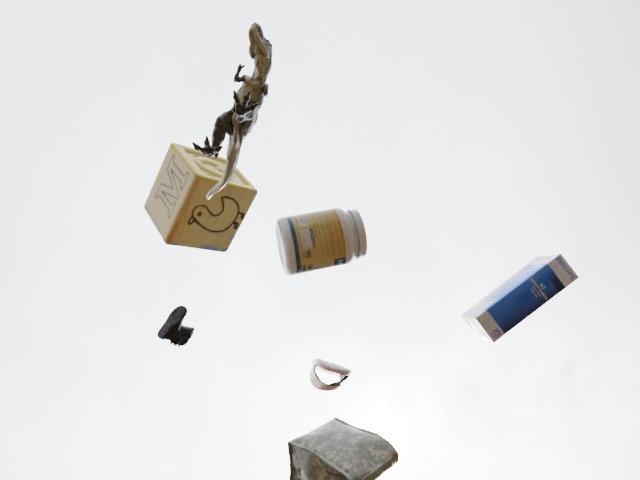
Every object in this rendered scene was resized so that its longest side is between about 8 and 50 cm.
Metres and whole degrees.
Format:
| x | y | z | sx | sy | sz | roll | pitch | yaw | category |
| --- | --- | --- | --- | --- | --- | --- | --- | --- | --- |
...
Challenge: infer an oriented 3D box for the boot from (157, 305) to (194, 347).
| x | y | z | sx | sy | sz | roll | pitch | yaw | category |
| --- | --- | --- | --- | --- | --- | --- | --- | --- | --- |
| -0.402 | 0.250 | 1.479 | 0.121 | 0.045 | 0.099 | -52 | -37 | -2 | boot |

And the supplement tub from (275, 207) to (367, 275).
| x | y | z | sx | sy | sz | roll | pitch | yaw | category |
| --- | --- | --- | --- | --- | --- | --- | --- | --- | --- |
| 0.000 | 0.000 | 1.243 | 0.199 | 0.144 | 0.145 | -10 | -66 | -11 | supplement tub |

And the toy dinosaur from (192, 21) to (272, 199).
| x | y | z | sx | sy | sz | roll | pitch | yaw | category |
| --- | --- | --- | --- | --- | --- | --- | --- | --- | --- |
| -0.119 | -0.163 | 0.712 | 0.064 | 0.118 | 0.268 | 24 | -73 | -2 | toy dinosaur |

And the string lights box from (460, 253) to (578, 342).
| x | y | z | sx | sy | sz | roll | pitch | yaw | category |
| --- | --- | --- | --- | --- | --- | --- | --- | --- | --- |
| 0.488 | 0.140 | 1.272 | 0.259 | 0.133 | 0.077 | -36 | -94 | -3 | string lights box |

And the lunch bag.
| x | y | z | sx | sy | sz | roll | pitch | yaw | category |
| --- | --- | --- | --- | --- | --- | --- | --- | --- | --- |
| 0.077 | 0.710 | 1.637 | 0.235 | 0.287 | 0.169 | -9 | -82 | -45 | lunch bag |

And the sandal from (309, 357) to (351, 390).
| x | y | z | sx | sy | sz | roll | pitch | yaw | category |
| --- | --- | --- | --- | --- | --- | --- | --- | --- | --- |
| 0.018 | 0.376 | 1.406 | 0.101 | 0.265 | 0.076 | 19 | -106 | -1 | sandal |

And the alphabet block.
| x | y | z | sx | sy | sz | roll | pitch | yaw | category |
| --- | --- | --- | --- | --- | --- | --- | --- | --- | --- |
| -0.314 | -0.109 | 1.330 | 0.192 | 0.193 | 0.197 | 9 | -62 | -45 | alphabet block |
